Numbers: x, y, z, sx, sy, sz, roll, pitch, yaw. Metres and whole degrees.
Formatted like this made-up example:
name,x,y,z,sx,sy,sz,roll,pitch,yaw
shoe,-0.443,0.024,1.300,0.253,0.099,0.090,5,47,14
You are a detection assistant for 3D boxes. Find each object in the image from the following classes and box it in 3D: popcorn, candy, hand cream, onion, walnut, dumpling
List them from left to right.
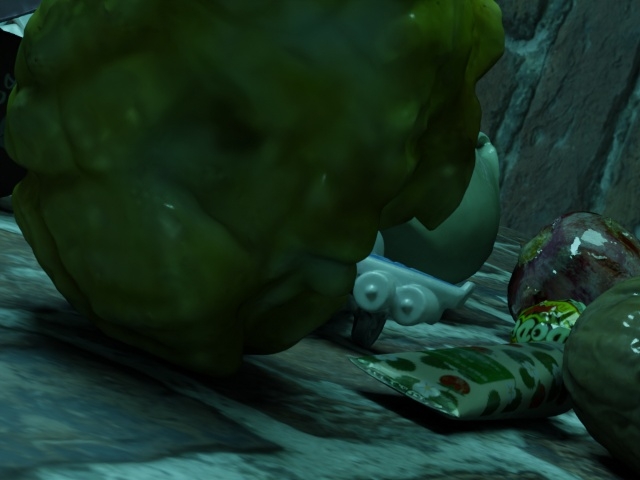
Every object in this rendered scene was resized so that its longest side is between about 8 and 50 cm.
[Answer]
name,x,y,z,sx,sy,sz,roll,pitch,yaw
popcorn,-0.047,-0.090,1.176,0.293,0.334,0.292,50,1,-23
dumpling,0.060,-0.060,1.925,0.270,0.211,0.321,22,-5,42
hand cream,0.125,0.105,1.396,0.095,0.059,0.276,27,13,30
onion,0.287,0.062,1.914,0.195,0.159,0.159,36,3,-12
candy,0.273,0.123,1.721,0.091,0.083,0.305,24,-2,41
walnut,0.279,0.105,1.384,0.230,0.178,0.178,20,4,38

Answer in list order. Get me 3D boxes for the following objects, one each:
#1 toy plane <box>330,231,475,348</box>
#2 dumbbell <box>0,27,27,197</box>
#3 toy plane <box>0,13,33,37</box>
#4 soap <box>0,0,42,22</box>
name,x,y,z,sx,sy,sz,roll,pitch,yaw
toy plane,-0.002,0.005,1.548,0.267,0.122,0.267,19,8,-3
dumbbell,-0.301,-0.122,1.582,0.124,0.140,0.225,33,1,-25
toy plane,-0.249,-0.134,1.804,0.252,0.118,0.252,52,-7,9
soap,-0.387,-0.212,1.509,0.296,0.107,0.285,-22,21,-30
